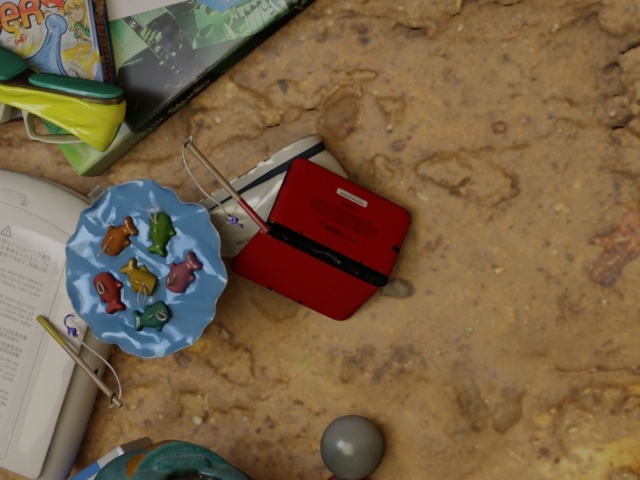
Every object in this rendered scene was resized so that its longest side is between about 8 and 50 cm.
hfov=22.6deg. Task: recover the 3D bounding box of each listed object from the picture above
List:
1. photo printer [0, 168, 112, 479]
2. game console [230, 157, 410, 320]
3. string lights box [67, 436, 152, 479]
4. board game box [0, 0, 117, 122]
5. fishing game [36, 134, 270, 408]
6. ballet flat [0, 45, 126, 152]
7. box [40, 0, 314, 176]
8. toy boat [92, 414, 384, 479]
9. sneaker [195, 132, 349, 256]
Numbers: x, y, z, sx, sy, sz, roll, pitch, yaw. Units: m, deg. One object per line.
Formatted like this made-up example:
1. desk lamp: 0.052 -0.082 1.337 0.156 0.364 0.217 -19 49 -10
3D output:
1. photo printer: -0.346 0.079 1.756 0.256 0.107 0.307 19 97 15
2. game console: 0.000 0.000 1.651 0.144 0.085 0.124 26 76 -19
3. string lights box: -0.271 0.341 1.757 0.260 0.077 0.133 -34 81 16
4. board game box: -0.322 -0.199 1.720 0.201 0.035 0.136 -9 89 18
5. fishing game: -0.183 0.026 1.624 0.264 0.041 0.189 -46 75 16
6. ballet flat: -0.310 -0.149 1.665 0.231 0.077 0.077 20 115 15
7. box: -0.198 -0.253 1.725 0.322 0.058 0.232 -38 81 17
8. toy boat: -0.079 0.255 1.602 0.267 0.318 0.148 21 108 56
9. sneaker: -0.078 -0.020 1.684 0.235 0.090 0.095 -30 96 19
